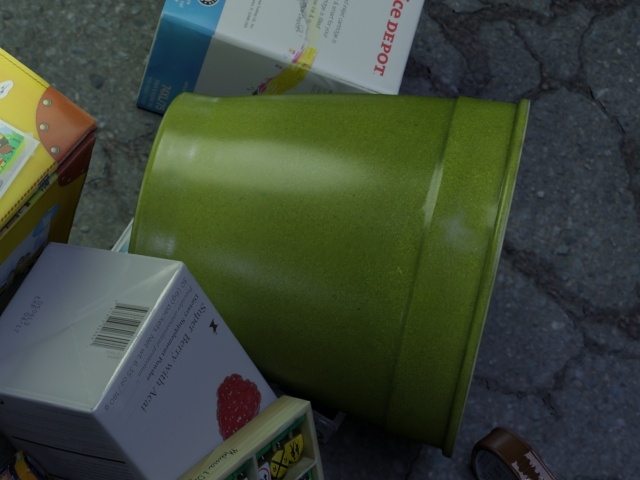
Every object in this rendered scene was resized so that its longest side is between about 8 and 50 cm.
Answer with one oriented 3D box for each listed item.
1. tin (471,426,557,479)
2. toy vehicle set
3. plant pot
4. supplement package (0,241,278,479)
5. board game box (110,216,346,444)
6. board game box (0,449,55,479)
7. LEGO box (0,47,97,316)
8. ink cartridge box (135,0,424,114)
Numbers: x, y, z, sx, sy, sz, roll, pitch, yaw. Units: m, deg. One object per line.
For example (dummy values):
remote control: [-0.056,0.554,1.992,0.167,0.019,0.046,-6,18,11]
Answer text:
tin: [0.228,0.283,2.024,0.040,0.106,0.189,-33,75,-19]
toy vehicle set: [-0.090,0.282,1.802,0.035,0.166,0.267,11,33,37]
plant pot: [0.000,0.000,1.927,0.353,0.366,0.366,13,61,3]
supplement package: [-0.172,0.166,1.845,0.175,0.293,0.177,7,55,35]
board game box: [-0.076,0.062,2.081,0.305,0.053,0.193,31,59,2]
board game box: [-0.279,0.304,1.828,0.141,0.048,0.170,-42,117,0]
LEGO box: [-0.449,0.089,1.786,0.193,0.372,0.500,36,60,5]
ink cartridge box: [-0.040,-0.231,2.155,0.270,0.197,0.198,19,60,-5]
